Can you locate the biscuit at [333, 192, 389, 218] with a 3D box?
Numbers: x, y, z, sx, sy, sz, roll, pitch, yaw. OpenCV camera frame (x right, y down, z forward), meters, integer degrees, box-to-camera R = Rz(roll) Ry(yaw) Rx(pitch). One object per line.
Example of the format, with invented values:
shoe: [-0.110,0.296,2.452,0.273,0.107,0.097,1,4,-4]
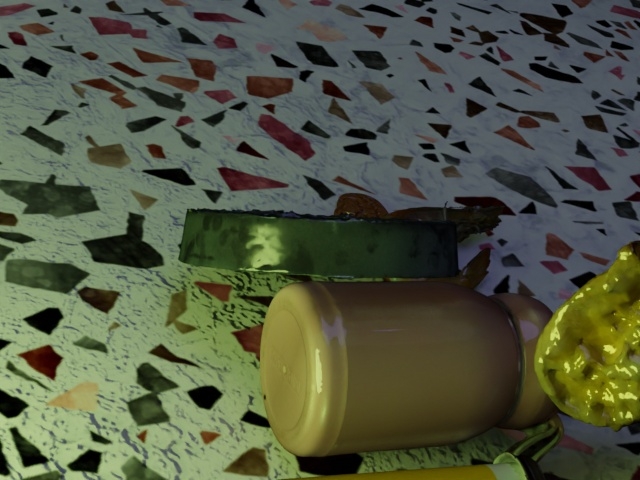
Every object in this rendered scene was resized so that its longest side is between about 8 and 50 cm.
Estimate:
biscuit: [0.054,-0.035,1.659,0.078,0.015,0.091,-1,36,-26]

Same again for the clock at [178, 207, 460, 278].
clock: [-0.001,0.001,1.394,0.313,0.061,0.312,3,2,0]

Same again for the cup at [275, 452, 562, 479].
cup: [0.071,0.271,1.058,0.280,0.196,0.196,4,34,-7]

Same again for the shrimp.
shrimp: [0.158,0.004,1.612,0.150,0.068,0.249,44,45,18]

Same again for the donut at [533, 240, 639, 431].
donut: [0.371,0.230,1.185,0.378,0.163,0.435,31,38,-30]

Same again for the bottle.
bottle: [0.102,0.142,1.282,0.297,0.173,0.206,0,75,-24]
